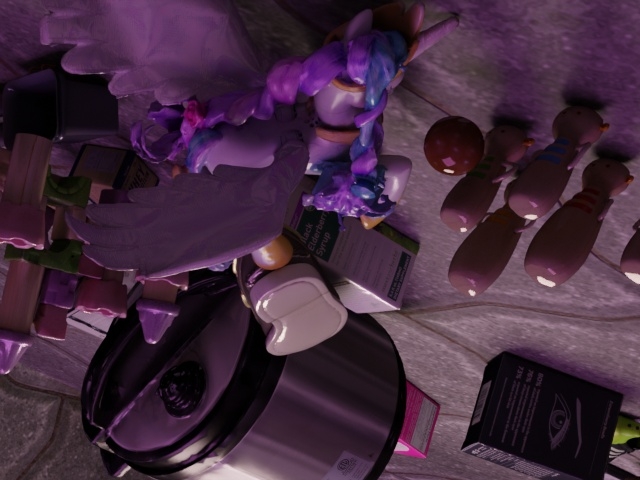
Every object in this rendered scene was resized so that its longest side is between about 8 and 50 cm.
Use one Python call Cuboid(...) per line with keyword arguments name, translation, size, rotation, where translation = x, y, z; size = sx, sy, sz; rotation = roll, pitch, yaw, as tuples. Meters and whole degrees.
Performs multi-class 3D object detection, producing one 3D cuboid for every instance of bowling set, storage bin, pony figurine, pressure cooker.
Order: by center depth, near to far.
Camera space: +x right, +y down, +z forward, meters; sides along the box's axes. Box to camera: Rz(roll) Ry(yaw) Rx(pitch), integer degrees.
Cuboid(name="bowling set", translation=(0.202, -0.068, 1.047), size=(0.287, 0.154, 0.200), rotation=(-4, 131, 52))
Cuboid(name="pony figurine", translation=(-0.063, -0.094, 1.066), size=(0.351, 0.302, 0.363), rotation=(-11, 159, -9))
Cuboid(name="storage bin", translation=(-0.303, -0.155, 1.343), size=(0.091, 0.098, 0.135), rotation=(0, 178, -42))
Cuboid(name="pressure cooker", translation=(-0.122, 0.194, 1.670), size=(0.376, 0.369, 0.420), rotation=(-6, 152, 45))

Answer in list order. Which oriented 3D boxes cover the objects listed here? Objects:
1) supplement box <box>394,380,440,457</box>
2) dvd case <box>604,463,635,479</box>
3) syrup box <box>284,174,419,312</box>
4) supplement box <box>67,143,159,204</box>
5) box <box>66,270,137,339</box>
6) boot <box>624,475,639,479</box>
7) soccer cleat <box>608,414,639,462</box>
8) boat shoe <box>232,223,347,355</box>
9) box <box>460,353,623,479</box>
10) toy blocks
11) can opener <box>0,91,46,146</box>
Cuboid(name="supplement box", translation=(0.119, 0.319, 2.154), size=(0.111, 0.113, 0.220), rotation=(3, 153, 37))
Cuboid(name="dvd case", translation=(0.615, 0.504, 2.307), size=(0.253, 0.022, 0.180), rotation=(27, 160, -19))
Cuboid(name="syrup box", translation=(0.000, 0.000, 1.439), size=(0.237, 0.093, 0.096), rotation=(31, 157, -28))
Cuboid(name="supplement box", translation=(-0.279, -0.082, 1.545), size=(0.083, 0.056, 0.083), rotation=(10, 159, 26))
Cuboid(name="box", translation=(-0.372, 0.127, 2.149), size=(0.169, 0.087, 0.290), rotation=(27, 160, -19))
Cuboid(name="boot", translation=(0.620, 0.441, 2.026), size=(0.248, 0.090, 0.207), rotation=(28, 157, -31))
Cuboid(name="soccer cleat", translation=(0.504, 0.341, 1.923), size=(0.072, 0.060, 0.179), rotation=(13, 157, 15))
Cuboid(name="boat shoe", translation=(-0.038, 0.061, 1.364), size=(0.109, 0.091, 0.305), rotation=(-26, 160, -3))
Cuboid(name="box", translation=(0.347, 0.288, 1.790), size=(0.207, 0.153, 0.108), rotation=(21, 161, -1))
Cuboid(name="toy blocks", translation=(-0.352, 0.039, 1.388), size=(0.309, 0.260, 0.289), rotation=(1, 167, 42))
Cuboid(name="can opener", translation=(-0.431, -0.157, 1.508), size=(0.283, 0.075, 0.095), rotation=(1, -174, 41))
